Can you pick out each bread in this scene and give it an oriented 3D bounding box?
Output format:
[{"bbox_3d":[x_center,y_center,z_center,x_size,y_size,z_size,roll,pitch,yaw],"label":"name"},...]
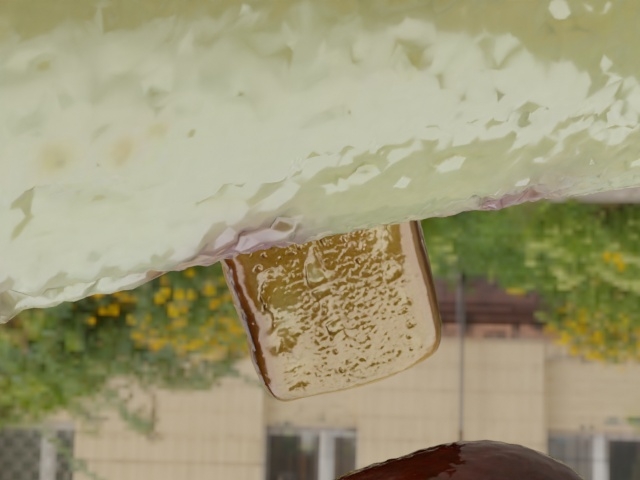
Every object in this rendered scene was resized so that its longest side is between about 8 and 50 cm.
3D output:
[{"bbox_3d":[-0.010,-0.092,0.449,0.338,0.187,0.155,-10,-146,-28],"label":"bread"},{"bbox_3d":[0.000,0.000,0.844,0.115,0.077,0.200,-15,129,3],"label":"bread"}]

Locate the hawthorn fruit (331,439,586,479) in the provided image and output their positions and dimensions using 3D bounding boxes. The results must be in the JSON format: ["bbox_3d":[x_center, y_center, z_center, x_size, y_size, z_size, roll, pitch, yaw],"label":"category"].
[{"bbox_3d":[0.053,0.204,0.714,0.215,0.215,0.249,6,166,-37],"label":"hawthorn fruit"}]
